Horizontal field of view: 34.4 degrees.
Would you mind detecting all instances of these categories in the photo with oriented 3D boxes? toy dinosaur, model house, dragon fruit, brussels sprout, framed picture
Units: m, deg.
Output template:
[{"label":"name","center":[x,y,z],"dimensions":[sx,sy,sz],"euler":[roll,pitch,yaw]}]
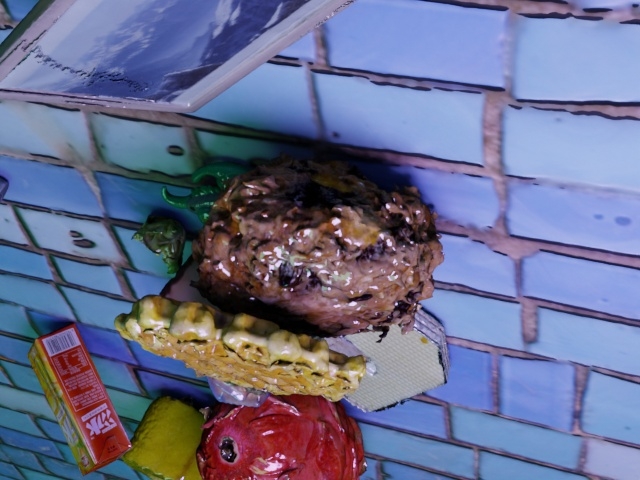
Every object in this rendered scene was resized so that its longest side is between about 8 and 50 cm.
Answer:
[{"label":"toy dinosaur","center":[-0.123,-0.051,1.194],"dimensions":[0.132,0.059,0.096],"euler":[-1,132,20]},{"label":"model house","center":[-0.117,0.114,1.326],"dimensions":[0.183,0.166,0.172],"euler":[36,150,3]},{"label":"dragon fruit","center":[-0.055,0.303,1.478],"dimensions":[0.241,0.252,0.241],"euler":[11,110,32]},{"label":"brussels sprout","center":[-0.199,-0.001,1.304],"dimensions":[0.085,0.058,0.085],"euler":[37,163,13]},{"label":"framed picture","center":[-0.131,-0.186,0.904],"dimensions":[0.247,0.022,0.335],"euler":[0,164,-39]}]

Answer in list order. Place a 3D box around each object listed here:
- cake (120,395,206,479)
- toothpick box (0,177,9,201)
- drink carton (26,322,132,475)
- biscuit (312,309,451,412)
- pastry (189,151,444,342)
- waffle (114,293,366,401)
[{"label":"cake","center":[-0.190,0.370,1.725],"dimensions":[0.260,0.156,0.179],"euler":[28,163,4]},{"label":"toothpick box","center":[-0.461,-0.076,1.364],"dimensions":[0.083,0.052,0.052],"euler":[30,146,-7]},{"label":"drink carton","center":[-0.387,0.255,1.650],"dimensions":[0.223,0.071,0.096],"euler":[61,147,11]},{"label":"biscuit","center":[0.080,0.151,1.348],"dimensions":[0.147,0.046,0.250],"euler":[35,146,-14]},{"label":"pastry","center":[0.000,0.000,1.088],"dimensions":[0.274,0.193,0.275],"euler":[-1,154,-1]},{"label":"waffle","center":[-0.088,0.118,1.081],"dimensions":[0.291,0.051,0.291],"euler":[15,165,4]}]
